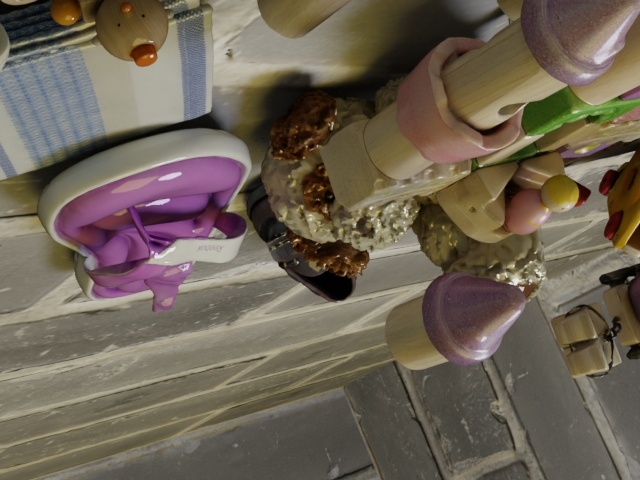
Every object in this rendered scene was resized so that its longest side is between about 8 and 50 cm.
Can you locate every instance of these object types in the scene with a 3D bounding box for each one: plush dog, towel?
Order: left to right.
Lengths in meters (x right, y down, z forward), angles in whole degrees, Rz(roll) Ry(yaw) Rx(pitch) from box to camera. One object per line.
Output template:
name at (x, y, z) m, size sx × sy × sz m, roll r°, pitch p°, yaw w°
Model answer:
towel at (-0.197, -0.079, 0.696) m, size 0.285 × 0.034 × 0.209 m, roll -19°, pitch 169°, yaw -8°
plush dog at (0.062, -0.066, 0.967) m, size 0.225 × 0.210 × 0.262 m, roll -8°, pitch 142°, yaw 3°

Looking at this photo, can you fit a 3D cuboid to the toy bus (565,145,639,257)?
toy bus at (0.336, -0.048, 1.108) m, size 0.191 × 0.202 × 0.104 m, roll -2°, pitch 130°, yaw -42°

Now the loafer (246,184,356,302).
loafer at (0.000, 0.000, 1.223) m, size 0.109 × 0.095 × 0.302 m, roll -23°, pitch 168°, yaw 3°

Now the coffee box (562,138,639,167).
coffee box at (0.274, -0.143, 1.093) m, size 0.246 × 0.098 × 0.141 m, roll -14°, pitch 167°, yaw -34°

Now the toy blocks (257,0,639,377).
toy blocks at (0.175, -0.085, 0.671) m, size 0.288 × 0.309 × 0.260 m, roll -13°, pitch 170°, yaw -40°

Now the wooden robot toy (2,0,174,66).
wooden robot toy at (-0.107, -0.121, 0.566) m, size 0.173 × 0.079 × 0.076 m, roll -21°, pitch 168°, yaw -11°

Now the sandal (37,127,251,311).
sandal at (-0.129, 0.005, 0.971) m, size 0.169 × 0.102 × 0.416 m, roll -22°, pitch 172°, yaw -10°

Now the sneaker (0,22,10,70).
sneaker at (-0.240, -0.092, 0.431) m, size 0.152 × 0.114 × 0.305 m, roll -42°, pitch 160°, yaw 10°
